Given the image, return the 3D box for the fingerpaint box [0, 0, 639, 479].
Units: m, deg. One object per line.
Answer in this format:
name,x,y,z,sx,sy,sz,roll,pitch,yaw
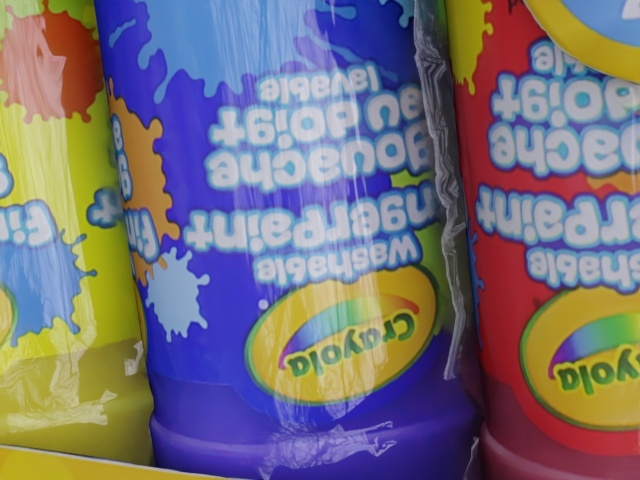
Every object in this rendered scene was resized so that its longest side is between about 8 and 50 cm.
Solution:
fingerpaint box,0.000,0.000,0.472,0.163,0.444,0.371,-20,106,-54
